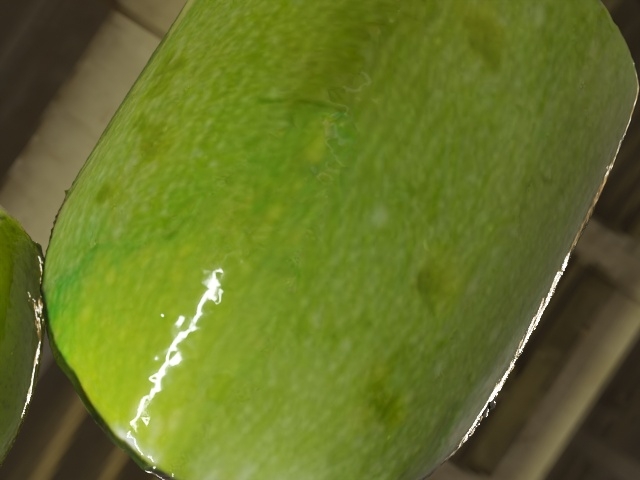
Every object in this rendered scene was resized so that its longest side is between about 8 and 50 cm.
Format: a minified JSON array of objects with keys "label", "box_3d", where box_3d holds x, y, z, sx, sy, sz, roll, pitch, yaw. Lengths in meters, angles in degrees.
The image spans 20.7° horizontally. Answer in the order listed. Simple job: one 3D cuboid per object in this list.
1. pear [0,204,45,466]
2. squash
[{"label":"pear","box_3d":[-0.239,0.068,0.837,0.220,0.187,0.187,-49,-20,-32]},{"label":"squash","box_3d":[0.000,0.000,0.835,0.309,0.233,0.210,-62,4,-22]}]
